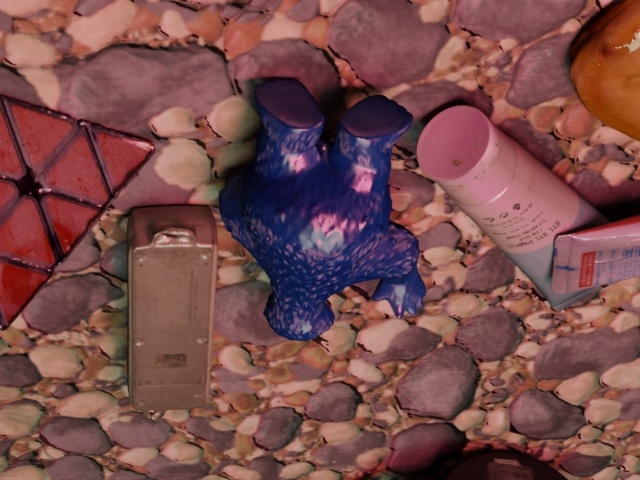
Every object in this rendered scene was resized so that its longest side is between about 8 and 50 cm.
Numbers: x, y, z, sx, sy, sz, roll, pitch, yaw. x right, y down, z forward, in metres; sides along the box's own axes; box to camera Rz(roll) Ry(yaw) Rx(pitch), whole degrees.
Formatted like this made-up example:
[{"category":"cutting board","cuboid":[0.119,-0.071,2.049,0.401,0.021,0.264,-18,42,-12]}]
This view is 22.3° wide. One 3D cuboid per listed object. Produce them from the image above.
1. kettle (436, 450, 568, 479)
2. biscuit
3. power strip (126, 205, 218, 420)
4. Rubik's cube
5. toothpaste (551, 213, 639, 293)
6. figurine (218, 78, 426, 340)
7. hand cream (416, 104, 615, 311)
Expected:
[{"category":"kettle","cuboid":[0.141,0.376,1.768,0.251,0.207,0.271,1,148,-22]},{"category":"biscuit","cuboid":[0.337,-0.170,1.257,0.299,0.045,0.154,-24,137,17]},{"category":"power strip","cuboid":[-0.134,0.063,1.445,0.078,0.052,0.272,-2,140,-8]},{"category":"Rubik's cube","cuboid":[-0.273,0.001,1.285,0.211,0.190,0.178,20,150,-25]},{"category":"toothpaste","cuboid":[0.316,-0.003,1.424,0.234,0.057,0.089,-15,144,-6]},{"category":"figurine","cuboid":[-0.007,-0.006,1.319,0.164,0.120,0.262,6,133,14]},{"category":"hand cream","cuboid":[0.189,-0.021,1.411,0.111,0.070,0.312,-28,145,19]}]
